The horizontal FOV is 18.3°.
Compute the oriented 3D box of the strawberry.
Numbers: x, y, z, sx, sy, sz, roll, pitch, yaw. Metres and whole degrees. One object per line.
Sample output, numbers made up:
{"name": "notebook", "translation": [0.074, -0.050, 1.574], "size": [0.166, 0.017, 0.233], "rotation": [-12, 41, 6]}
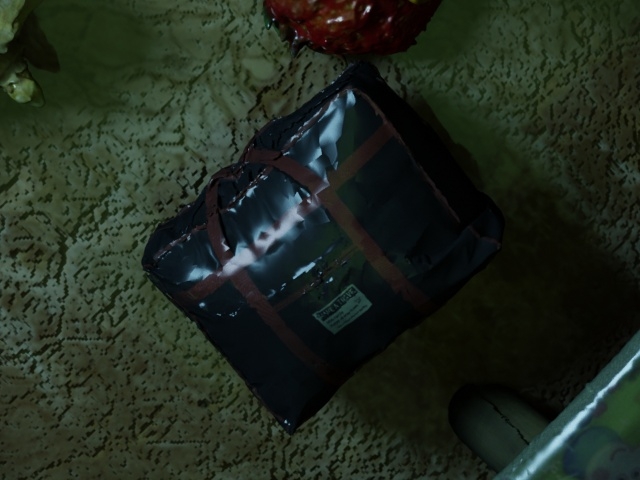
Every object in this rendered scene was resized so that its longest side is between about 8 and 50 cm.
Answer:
{"name": "strawberry", "translation": [0.036, -0.199, 1.337], "size": [0.146, 0.082, 0.187], "rotation": [41, 96, -19]}

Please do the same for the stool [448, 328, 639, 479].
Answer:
{"name": "stool", "translation": [0.283, 0.160, 1.369], "size": [0.310, 0.226, 0.310], "rotation": [42, 101, -12]}

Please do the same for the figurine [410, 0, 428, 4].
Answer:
{"name": "figurine", "translation": [-0.050, -0.284, 1.205], "size": [0.343, 0.187, 0.215], "rotation": [36, 145, 11]}

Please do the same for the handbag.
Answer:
{"name": "handbag", "translation": [0.000, 0.000, 1.343], "size": [0.215, 0.155, 0.169], "rotation": [-41, 100, 12]}

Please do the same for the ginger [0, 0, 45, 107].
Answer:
{"name": "ginger", "translation": [-0.265, -0.159, 1.304], "size": [0.216, 0.102, 0.157], "rotation": [38, 135, -16]}
